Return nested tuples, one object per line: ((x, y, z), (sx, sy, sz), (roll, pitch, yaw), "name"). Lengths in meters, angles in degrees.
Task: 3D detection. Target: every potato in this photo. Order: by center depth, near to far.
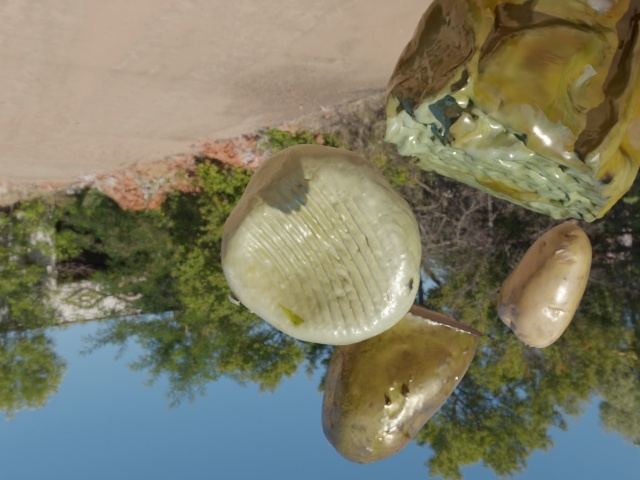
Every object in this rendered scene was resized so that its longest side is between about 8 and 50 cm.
((0.104, 0.222, 0.784), (0.229, 0.266, 0.229), (24, -179, -1), "potato")
((0.376, 0.082, 0.835), (0.128, 0.161, 0.235), (24, 148, 23), "potato")

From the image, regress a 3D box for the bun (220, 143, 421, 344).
((0.000, 0.000, 0.629), (0.259, 0.260, 0.160), (-3, -169, 15), "bun")

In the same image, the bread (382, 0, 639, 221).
((0.187, -0.162, 0.409), (0.238, 0.252, 0.196), (16, 178, 0), "bread")
